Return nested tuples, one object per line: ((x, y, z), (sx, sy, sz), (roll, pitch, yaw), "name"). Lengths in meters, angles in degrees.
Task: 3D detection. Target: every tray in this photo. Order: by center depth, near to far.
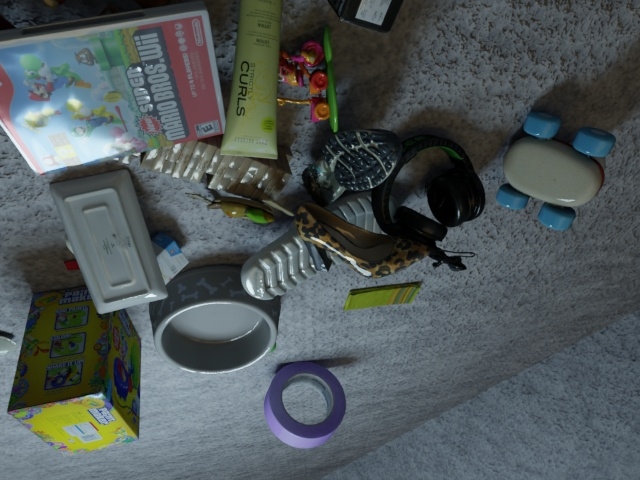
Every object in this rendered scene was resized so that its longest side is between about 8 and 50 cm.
((-0.403, 0.010, 0.845), (0.145, 0.030, 0.270), (-14, 108, -7), "tray")

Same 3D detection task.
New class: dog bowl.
((-0.270, 0.224, 1.156), (0.349, 0.102, 0.348), (-6, 132, -7), "dog bowl")

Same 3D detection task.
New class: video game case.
((-0.278, -0.197, 0.594), (0.285, 0.025, 0.204), (-17, 149, -14), "video game case")

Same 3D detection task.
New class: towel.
((0.194, 0.181, 1.387), (0.237, 0.021, 0.102), (-4, 137, -16), "towel")

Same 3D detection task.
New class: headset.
((0.253, -0.066, 1.034), (0.243, 0.185, 0.394), (-41, 123, -7), "headset")

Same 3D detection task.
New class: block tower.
((-0.206, -0.158, 0.787), (0.335, 0.097, 0.091), (13, 132, -34), "block tower")

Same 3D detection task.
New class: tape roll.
((-0.054, 0.565, 1.532), (0.275, 0.275, 0.090), (1, 137, -22), "tape roll")

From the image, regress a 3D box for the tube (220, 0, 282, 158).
((-0.097, -0.246, 0.668), (0.070, 0.062, 0.240), (13, 106, 17), "tube")

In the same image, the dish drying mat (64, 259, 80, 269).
((-0.516, 0.051, 0.974), (0.083, 0.008, 0.032), (-7, 139, -15), "dish drying mat")

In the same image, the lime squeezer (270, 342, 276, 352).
((-0.199, 0.301, 1.363), (0.110, 0.059, 0.310), (7, 146, 20), "lime squeezer")

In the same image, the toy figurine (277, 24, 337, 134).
((-0.058, -0.257, 0.734), (0.159, 0.130, 0.173), (-6, 118, -1), "toy figurine")

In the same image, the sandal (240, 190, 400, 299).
((-0.003, -0.012, 1.032), (0.416, 0.102, 0.169), (-25, 127, -13), "sandal")

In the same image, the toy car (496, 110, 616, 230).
((0.568, -0.180, 1.033), (0.238, 0.210, 0.219), (-24, 135, -40), "toy car")

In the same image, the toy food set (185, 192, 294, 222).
((-0.157, -0.056, 0.867), (0.192, 0.038, 0.132), (6, 172, 23), "toy food set")

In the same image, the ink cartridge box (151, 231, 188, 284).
((-0.360, 0.056, 0.954), (0.122, 0.052, 0.088), (-50, 152, -25), "ink cartridge box")

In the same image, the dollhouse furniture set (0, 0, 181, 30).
((-0.347, -0.332, 0.539), (0.259, 0.135, 0.262), (-40, 137, 7), "dollhouse furniture set")

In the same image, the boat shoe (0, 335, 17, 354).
((-0.804, 0.245, 1.060), (0.125, 0.038, 0.046), (20, 85, -44), "boat shoe")

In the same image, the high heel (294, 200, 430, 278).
((0.081, -0.012, 0.890), (0.261, 0.093, 0.186), (-5, 134, 18), "high heel")

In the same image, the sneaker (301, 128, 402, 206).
((0.066, -0.156, 0.819), (0.122, 0.110, 0.283), (-39, -168, -25), "sneaker")

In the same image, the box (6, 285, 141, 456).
((-0.550, 0.304, 1.038), (0.177, 0.279, 0.290), (-9, 140, -11), "box")

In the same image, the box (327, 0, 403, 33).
((0.072, -0.397, 0.580), (0.077, 0.147, 0.180), (3, 135, -24), "box")

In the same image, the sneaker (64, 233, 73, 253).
((-0.445, 0.015, 0.918), (0.085, 0.058, 0.152), (-22, 142, 9), "sneaker")
